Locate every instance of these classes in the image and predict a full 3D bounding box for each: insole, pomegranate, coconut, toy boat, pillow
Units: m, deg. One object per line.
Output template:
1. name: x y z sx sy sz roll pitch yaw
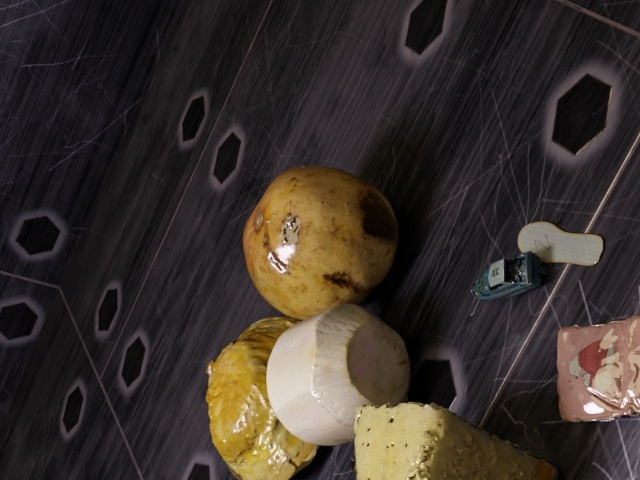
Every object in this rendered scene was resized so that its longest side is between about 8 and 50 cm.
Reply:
1. insole: 0.347 0.006 1.755 0.188 0.004 0.064 12 87 60
2. pomegranate: 0.000 0.000 2.084 0.281 0.281 0.281 -34 47 47
3. coconut: 0.027 0.222 1.968 0.241 0.241 0.241 -34 47 47
4. toy boat: 0.273 0.059 1.801 0.141 0.060 0.055 -27 53 54
5. pillow: 0.407 0.161 1.535 0.248 0.049 0.135 -18 60 50

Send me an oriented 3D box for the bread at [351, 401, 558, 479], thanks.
1. bread: 0.146 0.397 1.643 0.315 0.248 0.279 -63 23 -11

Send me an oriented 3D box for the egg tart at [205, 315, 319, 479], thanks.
1. egg tart: -0.125 0.301 2.238 0.339 0.153 0.352 -27 51 54
